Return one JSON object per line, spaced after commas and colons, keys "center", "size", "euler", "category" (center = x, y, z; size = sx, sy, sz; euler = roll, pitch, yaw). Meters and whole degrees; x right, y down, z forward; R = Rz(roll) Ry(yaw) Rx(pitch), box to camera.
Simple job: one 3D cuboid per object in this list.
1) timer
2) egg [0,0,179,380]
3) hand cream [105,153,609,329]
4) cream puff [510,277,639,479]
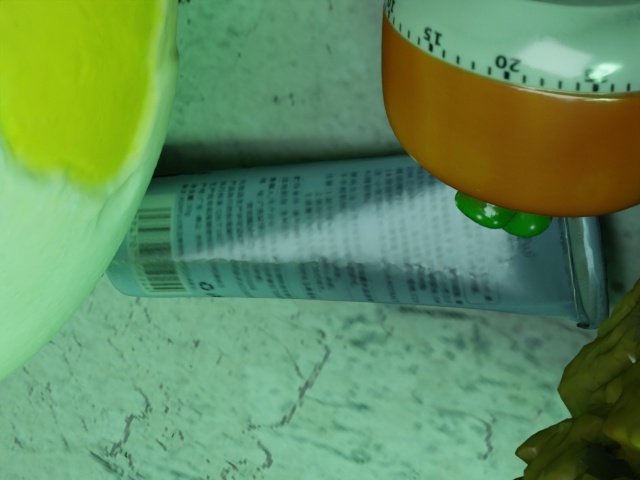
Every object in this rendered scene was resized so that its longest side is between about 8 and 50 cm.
{"center": [0.083, -0.056, 0.661], "size": [0.136, 0.099, 0.136], "euler": [37, 144, 33], "category": "timer"}
{"center": [-0.198, -0.070, 0.682], "size": [0.283, 0.283, 0.345], "euler": [20, 131, 15], "category": "egg"}
{"center": [0.000, 0.000, 0.765], "size": [0.256, 0.055, 0.088], "euler": [-1, 107, 25], "category": "hand cream"}
{"center": [0.195, 0.103, 0.547], "size": [0.343, 0.327, 0.231], "euler": [-6, 130, -3], "category": "cream puff"}
